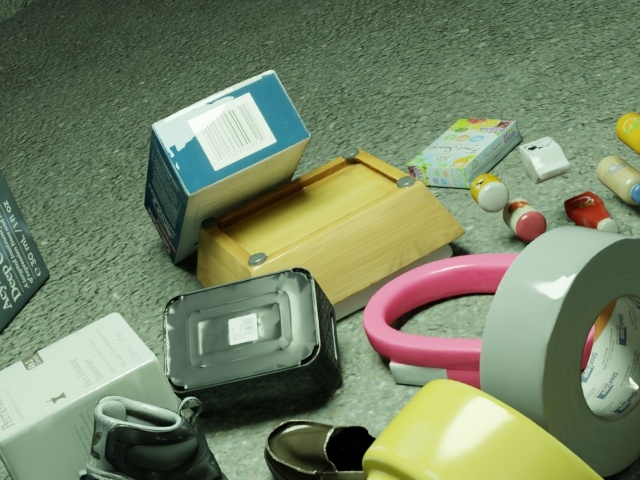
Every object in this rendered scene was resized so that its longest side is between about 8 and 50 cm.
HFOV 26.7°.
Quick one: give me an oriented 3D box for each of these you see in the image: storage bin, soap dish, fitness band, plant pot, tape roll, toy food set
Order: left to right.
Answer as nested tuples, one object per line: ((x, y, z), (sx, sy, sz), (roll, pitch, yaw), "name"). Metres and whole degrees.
((-0.077, 0.115, 1.500), (0.180, 0.084, 0.122), (-14, 58, 13), "storage bin")
((0.000, 0.000, 1.694), (0.291, 0.118, 0.229), (-28, 27, -14), "soap dish")
((0.094, 0.270, 0.973), (0.239, 0.254, 0.254), (-44, 32, -16), "plant pot")
((0.184, 0.082, 1.479), (0.291, 0.054, 0.209), (1, 32, 34), "fitness band")
((0.306, -0.061, 1.606), (0.232, 0.111, 0.104), (-19, 25, -5), "toy food set")
((0.241, 0.099, 1.211), (0.072, 0.219, 0.219), (12, 40, 46), "tape roll")

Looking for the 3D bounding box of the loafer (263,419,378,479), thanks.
((0.024, 0.207, 1.311), (0.220, 0.078, 0.080), (10, 38, 45), "loafer")

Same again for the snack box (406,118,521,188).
((0.203, -0.124, 1.891), (0.100, 0.037, 0.141), (5, 35, 43), "snack box")

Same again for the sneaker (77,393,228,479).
((-0.223, 0.239, 1.306), (0.269, 0.153, 0.101), (-18, 21, -17), "sneaker")

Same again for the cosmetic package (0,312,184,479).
((-0.249, 0.200, 1.431), (0.184, 0.151, 0.151), (-27, 25, -16), "cosmetic package")

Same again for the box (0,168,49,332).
((-0.592, 0.039, 1.829), (0.212, 0.293, 0.395), (-7, 28, 25), "box")

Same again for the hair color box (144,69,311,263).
((-0.133, -0.088, 1.773), (0.174, 0.105, 0.347), (-26, -10, -15), "hair color box")
